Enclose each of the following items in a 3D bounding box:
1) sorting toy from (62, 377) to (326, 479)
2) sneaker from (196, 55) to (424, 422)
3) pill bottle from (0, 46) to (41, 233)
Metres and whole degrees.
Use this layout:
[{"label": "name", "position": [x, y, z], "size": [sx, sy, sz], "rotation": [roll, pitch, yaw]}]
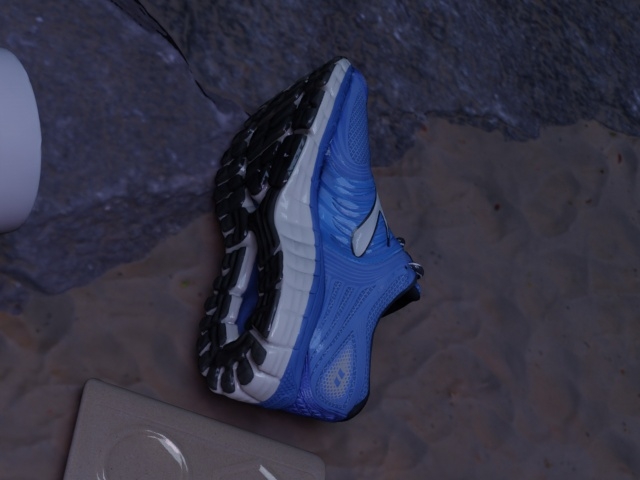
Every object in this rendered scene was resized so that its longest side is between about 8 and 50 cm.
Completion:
[{"label": "sorting toy", "position": [-0.093, 0.210, 0.982], "size": [0.193, 0.038, 0.208], "rotation": [22, 47, -19]}, {"label": "sneaker", "position": [0.000, 0.000, 1.133], "size": [0.147, 0.130, 0.330], "rotation": [31, 51, -31]}, {"label": "pill bottle", "position": [-0.347, -0.054, 0.895], "size": [0.318, 0.176, 0.176], "rotation": [-6, 65, -35]}]
